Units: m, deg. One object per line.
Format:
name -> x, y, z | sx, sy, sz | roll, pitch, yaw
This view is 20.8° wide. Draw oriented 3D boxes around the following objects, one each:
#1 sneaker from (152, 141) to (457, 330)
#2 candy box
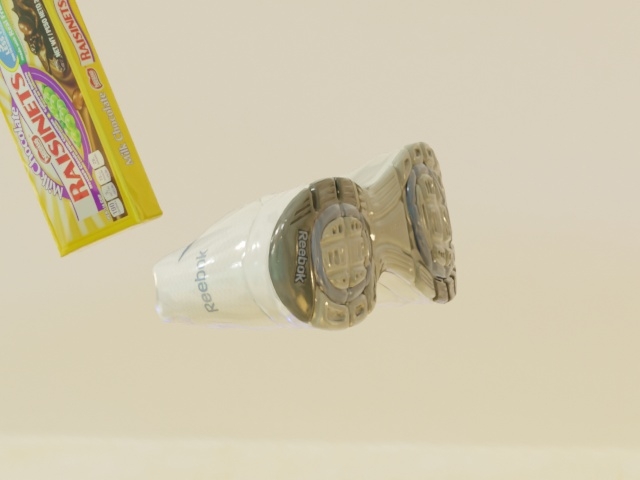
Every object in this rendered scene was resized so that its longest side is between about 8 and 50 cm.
sneaker -> 0.000, 0.000, 1.119 | 0.129, 0.297, 0.111 | -9, -91, 27
candy box -> -0.185, -0.096, 1.217 | 0.105, 0.027, 0.206 | -21, -88, 49
